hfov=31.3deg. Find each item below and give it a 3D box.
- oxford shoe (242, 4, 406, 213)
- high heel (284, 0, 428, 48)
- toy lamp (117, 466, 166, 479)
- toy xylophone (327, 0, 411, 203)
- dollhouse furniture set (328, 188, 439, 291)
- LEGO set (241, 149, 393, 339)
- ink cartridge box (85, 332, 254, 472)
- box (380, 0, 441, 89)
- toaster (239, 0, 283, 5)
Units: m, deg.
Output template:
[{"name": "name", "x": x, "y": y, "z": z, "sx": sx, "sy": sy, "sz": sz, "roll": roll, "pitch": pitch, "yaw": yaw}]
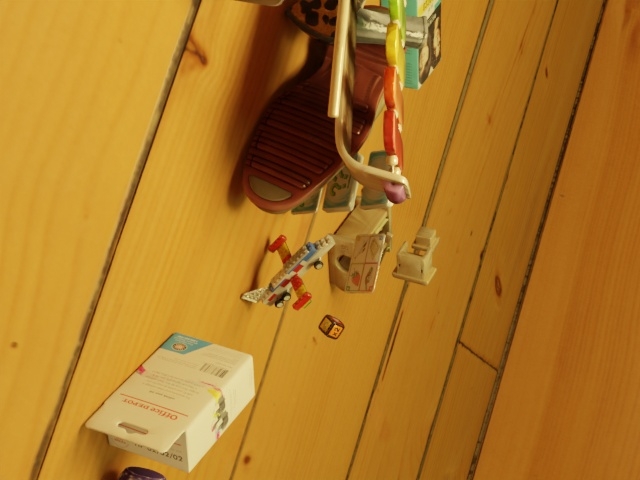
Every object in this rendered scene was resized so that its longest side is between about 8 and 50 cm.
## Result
[{"name": "oxford shoe", "x": 0.014, "y": -0.144, "z": 1.450, "sx": 0.348, "sy": 0.123, "sz": 0.130, "roll": -54, "pitch": 166, "yaw": -31}, {"name": "high heel", "x": 0.031, "y": -0.364, "z": 1.439, "sx": 0.093, "sy": 0.186, "sz": 0.261, "roll": 137, "pitch": -51, "yaw": -56}, {"name": "toy lamp", "x": -0.226, "y": 0.383, "z": 1.236, "sx": 0.080, "sy": 0.080, "sz": 0.274, "roll": 22, "pitch": 83, "yaw": -68}, {"name": "toy xylophone", "x": 0.062, "y": -0.203, "z": 1.269, "sx": 0.236, "sy": 0.081, "sz": 0.322, "roll": -8, "pitch": 100, "yaw": -83}, {"name": "dollhouse furniture set", "x": 0.122, "y": 0.000, "z": 1.738, "sx": 0.182, "sy": 0.161, "sz": 0.101, "roll": -52, "pitch": 149, "yaw": -44}, {"name": "LEGO set", "x": 0.000, "y": 0.000, "z": 1.427, "sx": 0.060, "sy": 0.182, "sz": 0.244, "roll": 25, "pitch": 71, "yaw": -41}, {"name": "ink cartridge box", "x": -0.160, "y": 0.182, "z": 1.235, "sx": 0.181, "sy": 0.104, "sz": 0.061, "roll": -46, "pitch": 143, "yaw": -50}, {"name": "box", "x": 0.135, "y": -0.354, "z": 1.687, "sx": 0.100, "sy": 0.060, "sz": 0.244, "roll": -54, "pitch": 150, "yaw": -43}, {"name": "toaster", "x": -0.048, "y": -0.354, "z": 1.152, "sx": 0.168, "sy": 0.110, "sz": 0.185, "roll": -54, "pitch": 150, "yaw": -32}]
